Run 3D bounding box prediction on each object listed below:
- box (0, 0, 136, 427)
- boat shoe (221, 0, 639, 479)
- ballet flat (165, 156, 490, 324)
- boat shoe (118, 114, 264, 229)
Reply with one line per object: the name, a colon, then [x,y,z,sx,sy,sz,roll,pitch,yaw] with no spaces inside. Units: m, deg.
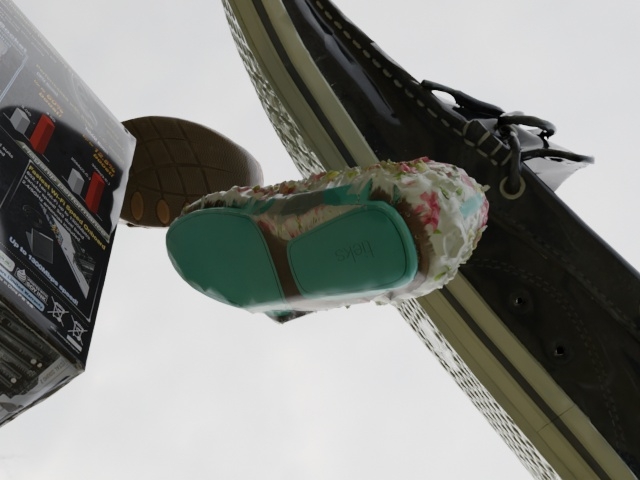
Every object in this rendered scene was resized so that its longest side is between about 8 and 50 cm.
box: [-0.220,-0.092,0.373,0.076,0.307,0.242,-32,-150,12]
boat shoe: [0.101,-0.025,0.574,0.156,0.187,0.500,-38,-99,-4]
ballet flat: [0.000,0.000,0.475,0.241,0.077,0.091,-1,-70,50]
boat shoe: [-0.196,-0.070,0.909,0.324,0.116,0.123,5,-92,28]
